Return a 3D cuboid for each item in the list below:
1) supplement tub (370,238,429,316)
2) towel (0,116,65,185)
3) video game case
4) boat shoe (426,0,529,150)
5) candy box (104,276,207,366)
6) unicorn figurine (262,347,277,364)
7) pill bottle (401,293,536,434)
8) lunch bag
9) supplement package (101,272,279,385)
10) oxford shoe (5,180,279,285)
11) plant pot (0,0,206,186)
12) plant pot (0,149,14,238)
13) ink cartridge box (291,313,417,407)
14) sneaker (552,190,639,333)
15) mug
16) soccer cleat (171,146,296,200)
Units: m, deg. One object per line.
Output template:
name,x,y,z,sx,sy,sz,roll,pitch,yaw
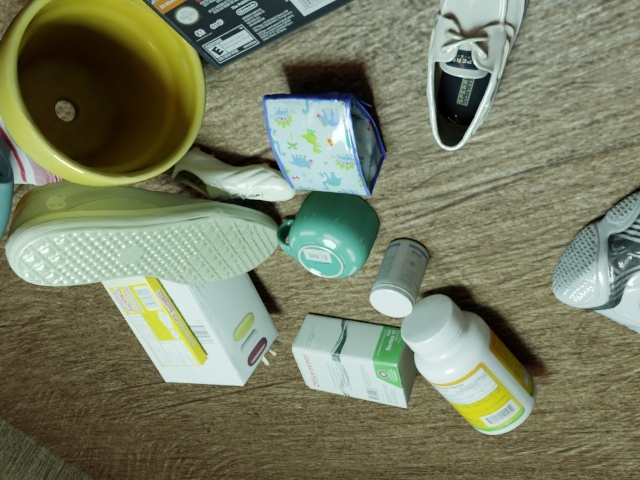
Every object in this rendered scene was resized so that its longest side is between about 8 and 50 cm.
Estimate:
supplement tub,0.123,0.057,1.130,0.071,0.107,0.071,16,143,12
towel,-0.632,-0.198,1.307,0.329,0.037,0.237,9,140,21
video game case,-0.102,-0.325,0.801,0.275,0.035,0.248,-16,139,37
boat shoe,0.161,-0.213,0.794,0.096,0.088,0.267,18,143,9
candy box,-0.286,0.137,1.263,0.105,0.027,0.206,-6,122,37
unicorn figurine,-0.141,0.204,1.496,0.111,0.060,0.162,46,142,-17
pill bottle,0.244,0.204,1.217,0.136,0.136,0.245,-17,126,42
lunch bag,0.004,-0.139,0.968,0.129,0.096,0.151,5,149,25
supplement package,-0.236,0.122,1.345,0.204,0.145,0.262,-5,124,33
oxford shoe,-0.252,-0.019,1.107,0.449,0.130,0.169,1,132,-40
plant pot,-0.318,-0.194,0.983,0.254,0.254,0.239,46,155,-25
plant pot,-0.640,-0.089,1.225,0.195,0.290,0.290,-38,117,11
ink cartridge box,0.067,0.229,1.388,0.208,0.087,0.153,7,140,21
sneaker,0.469,0.021,0.875,0.210,0.137,0.366,29,148,-7
mug,0.009,0.003,1.137,0.129,0.097,0.158,34,142,-13
soccer cleat,-0.135,-0.088,1.125,0.196,0.076,0.068,16,142,12
